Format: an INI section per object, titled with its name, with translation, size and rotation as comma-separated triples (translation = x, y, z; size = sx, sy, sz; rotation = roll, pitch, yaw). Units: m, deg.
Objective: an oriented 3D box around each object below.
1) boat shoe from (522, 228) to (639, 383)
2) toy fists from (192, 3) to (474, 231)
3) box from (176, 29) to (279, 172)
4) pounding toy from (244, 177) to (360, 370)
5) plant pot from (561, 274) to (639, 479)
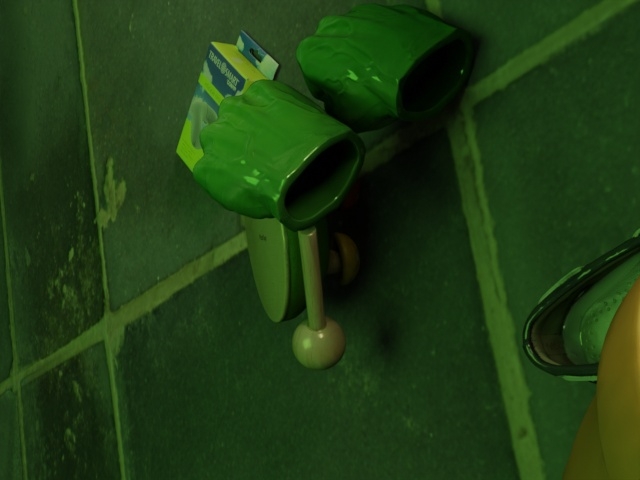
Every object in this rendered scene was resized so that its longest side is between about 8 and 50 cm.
[boat shoe]
translation = 0.265, 0.032, 0.733
size = 0.302, 0.091, 0.114
rotation = -42, 55, 45
[toy fists]
translation = 0.008, -0.121, 0.991
size = 0.142, 0.279, 0.096
rotation = 33, 158, 37
[box]
translation = -0.116, -0.158, 1.321
size = 0.109, 0.042, 0.178
rotation = 48, 127, 44
[pounding toy]
translation = 0.000, 0.000, 1.089
size = 0.237, 0.110, 0.183
rotation = -120, 26, -55
[plant pot]
translation = 0.264, 0.139, 0.598
size = 0.203, 0.290, 0.291
rotation = 114, 142, -54
